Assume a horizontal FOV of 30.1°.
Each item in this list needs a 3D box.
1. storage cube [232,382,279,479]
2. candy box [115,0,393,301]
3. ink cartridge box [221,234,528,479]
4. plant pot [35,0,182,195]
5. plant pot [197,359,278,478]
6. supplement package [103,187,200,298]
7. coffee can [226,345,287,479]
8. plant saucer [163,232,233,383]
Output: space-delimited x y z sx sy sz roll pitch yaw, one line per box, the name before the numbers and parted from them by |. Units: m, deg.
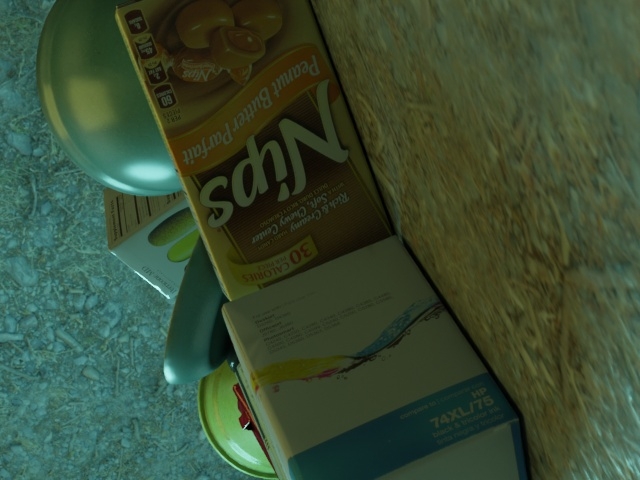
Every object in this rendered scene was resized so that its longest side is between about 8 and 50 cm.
storage cube | 0.013 0.248 1.620 0.193 0.215 0.183 59 170 15
candy box | -0.067 -0.115 1.212 0.087 0.183 0.316 -147 36 -79
ink cartridge box | 0.052 0.173 1.145 0.270 0.197 0.198 -120 11 -46
plant pot | -0.158 -0.202 1.400 0.196 0.293 0.293 -1 114 53
plant pot | -0.043 0.250 1.947 0.276 0.276 0.254 67 161 4
supplement package | -0.164 -0.056 1.651 0.139 0.244 0.134 43 -160 -39
coffee can | 0.032 0.224 1.419 0.201 0.202 0.275 89 157 -70
plant saucer | -0.099 0.029 1.410 0.317 0.044 0.317 20 -90 -82
